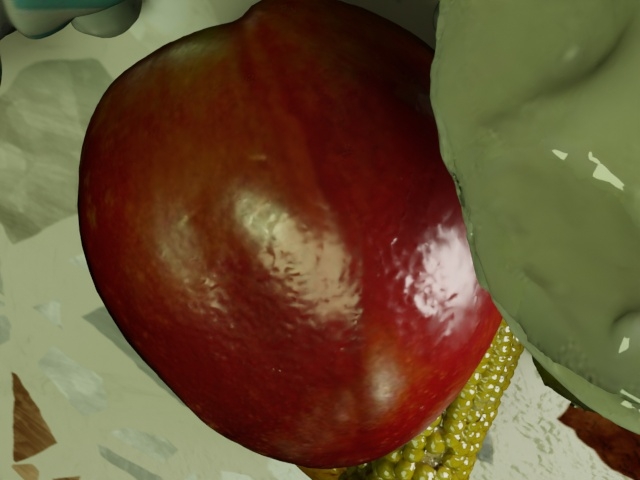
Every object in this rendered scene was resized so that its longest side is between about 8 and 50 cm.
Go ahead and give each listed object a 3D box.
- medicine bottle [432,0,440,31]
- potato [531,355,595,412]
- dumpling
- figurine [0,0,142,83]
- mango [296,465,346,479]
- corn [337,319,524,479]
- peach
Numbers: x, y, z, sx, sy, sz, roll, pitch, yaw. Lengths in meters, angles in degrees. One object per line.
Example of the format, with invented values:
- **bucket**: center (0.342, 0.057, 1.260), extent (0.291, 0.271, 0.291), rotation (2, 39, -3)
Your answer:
- **medicine bottle**: center (0.156, -0.085, 0.519), extent (0.102, 0.103, 0.187), rotation (-24, 115, 37)
- **potato**: center (0.238, 0.061, 0.603), extent (0.117, 0.090, 0.225), rotation (39, 143, -15)
- **dumpling**: center (0.210, -0.110, 0.365), extent (0.315, 0.395, 0.233), rotation (49, -176, 27)
- **figurine**: center (-0.178, -0.161, 0.507), extent (0.377, 0.266, 0.361), rotation (15, 138, 13)
- **mango**: center (0.031, 0.157, 0.786), extent (0.141, 0.102, 0.217), rotation (-22, 124, 5)
- **corn**: center (0.086, 0.124, 0.673), extent (0.097, 0.097, 0.320), rotation (22, 109, 6)
- **peach**: center (0.000, 0.000, 0.526), extent (0.275, 0.248, 0.245), rotation (65, 156, -6)
